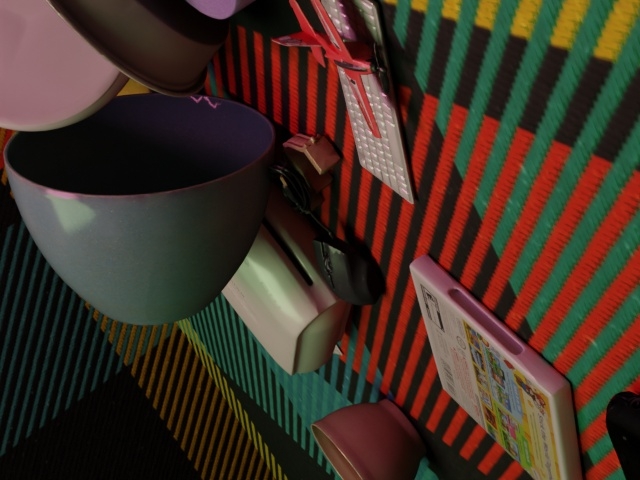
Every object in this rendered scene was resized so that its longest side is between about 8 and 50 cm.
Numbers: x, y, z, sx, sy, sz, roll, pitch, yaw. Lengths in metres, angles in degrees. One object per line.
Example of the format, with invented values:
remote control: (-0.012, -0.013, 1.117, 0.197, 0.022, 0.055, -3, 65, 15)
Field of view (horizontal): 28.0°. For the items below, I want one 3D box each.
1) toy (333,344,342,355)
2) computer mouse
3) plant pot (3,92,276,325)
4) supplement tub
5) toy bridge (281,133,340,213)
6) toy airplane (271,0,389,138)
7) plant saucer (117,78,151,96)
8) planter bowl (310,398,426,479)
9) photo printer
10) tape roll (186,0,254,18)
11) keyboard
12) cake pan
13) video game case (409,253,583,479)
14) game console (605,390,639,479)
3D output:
toy: (-0.070, 0.083, 1.902, 0.237, 0.056, 0.137, 57, 168, -10)
computer mouse: (0.000, 0.000, 1.396, 0.071, 0.041, 0.242, 28, 161, 47)
plant pot: (-0.189, -0.023, 1.419, 0.290, 0.290, 0.196, 37, 137, 52)
supplement tub: (-0.305, -0.248, 1.364, 0.241, 0.241, 0.331, 59, 180, -18)
toy bridge: (-0.015, -0.080, 1.358, 0.063, 0.026, 0.188, 53, 168, 8)
toy airplane: (0.011, -0.151, 1.028, 0.151, 0.028, 0.151, 45, 163, 19)
plant saucer: (-0.256, -0.132, 1.720, 0.333, 0.081, 0.333, 139, 113, -80)
planter bowl: (0.078, 0.289, 1.779, 0.162, 0.109, 0.162, 51, 167, 17)
photo printer: (-0.066, 0.031, 1.640, 0.256, 0.107, 0.307, 52, 167, 12)
tape roll: (-0.112, -0.310, 0.984, 0.275, 0.090, 0.275, 50, 166, 18)
keyboard: (0.041, -0.124, 1.080, 0.072, 0.014, 0.256, 46, 165, 33)
cake pan: (-0.183, -0.263, 1.153, 0.293, 0.054, 0.293, 47, -158, -25)
video game case: (0.175, 0.142, 1.253, 0.206, 0.026, 0.227, 44, 163, 38)
game console: (0.373, 0.293, 0.895, 0.386, 0.060, 0.342, 28, 146, 61)
